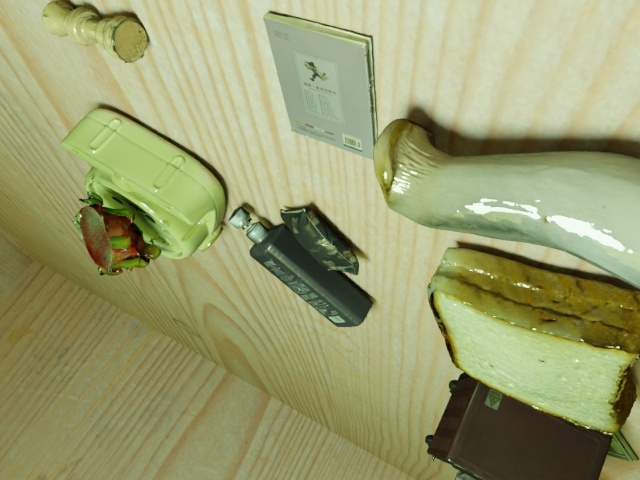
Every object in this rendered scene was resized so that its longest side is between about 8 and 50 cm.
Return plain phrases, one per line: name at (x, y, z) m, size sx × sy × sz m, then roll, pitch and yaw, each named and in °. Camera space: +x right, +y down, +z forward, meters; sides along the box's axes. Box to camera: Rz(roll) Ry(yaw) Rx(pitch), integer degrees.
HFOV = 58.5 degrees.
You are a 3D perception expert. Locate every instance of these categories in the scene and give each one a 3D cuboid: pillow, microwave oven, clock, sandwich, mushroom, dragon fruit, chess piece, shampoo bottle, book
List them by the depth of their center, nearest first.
mushroom at (0.201, -0.029, 0.562) m, size 0.329 × 0.122 × 0.159 m, roll 20°, pitch 144°, yaw 27°
book at (0.005, -0.172, 0.658) m, size 0.127 × 0.014 × 0.181 m, roll 23°, pitch 155°, yaw 21°
chess piece at (-0.317, -0.290, 0.781) m, size 0.172 × 0.060 × 0.060 m, roll 24°, pitch 155°, yaw 25°
sandwich at (0.295, 0.140, 0.795) m, size 0.271 × 0.099 × 0.301 m, roll 22°, pitch 157°, yaw 34°
pillow at (0.000, -0.001, 0.948) m, size 0.150 × 0.048 × 0.090 m, roll 47°, pitch 144°, yaw -20°
microwave oven at (0.336, 0.344, 0.990) m, size 0.248 × 0.188 × 0.178 m, roll 26°, pitch 161°, yaw 6°
dragon fruit at (-0.379, -0.002, 1.051) m, size 0.138 × 0.142 × 0.175 m, roll 49°, pitch -161°, yaw 30°
shampoo bottle at (-0.045, 0.049, 1.067) m, size 0.309 × 0.071 × 0.098 m, roll 40°, pitch 156°, yaw -17°
clock at (-0.326, -0.078, 1.114) m, size 0.286 × 0.117 × 0.348 m, roll 30°, pitch 156°, yaw 7°

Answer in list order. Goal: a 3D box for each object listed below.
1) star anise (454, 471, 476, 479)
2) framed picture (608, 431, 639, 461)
star anise at (0.386, 0.494, 1.119) m, size 0.332 × 0.331 × 0.117 m, roll 34°, pitch 123°, yaw -2°
framed picture at (0.438, 0.321, 1.063) m, size 0.217 × 0.017 × 0.274 m, roll 0°, pitch 141°, yaw 51°
